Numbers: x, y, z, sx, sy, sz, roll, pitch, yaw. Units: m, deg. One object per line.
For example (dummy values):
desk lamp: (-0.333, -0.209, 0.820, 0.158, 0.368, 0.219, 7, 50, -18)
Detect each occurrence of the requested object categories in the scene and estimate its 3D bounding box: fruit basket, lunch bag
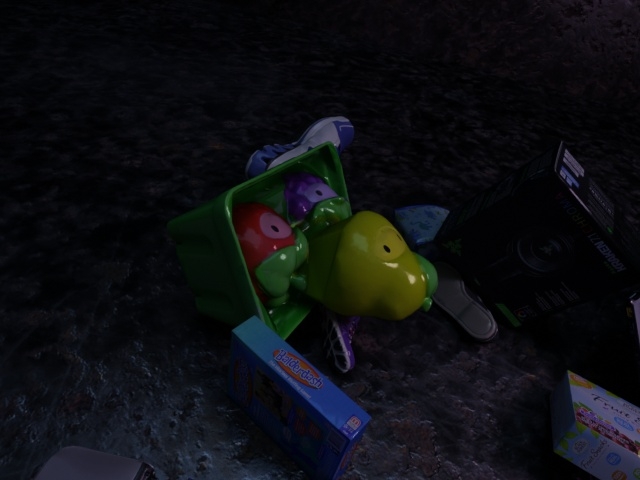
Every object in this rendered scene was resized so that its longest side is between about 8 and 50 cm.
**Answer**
fruit basket: (0.000, 0.000, 0.781, 0.393, 0.282, 0.392, -13, 18, 4)
lunch bag: (0.249, -0.014, 1.044, 0.152, 0.096, 0.128, -12, 45, -13)

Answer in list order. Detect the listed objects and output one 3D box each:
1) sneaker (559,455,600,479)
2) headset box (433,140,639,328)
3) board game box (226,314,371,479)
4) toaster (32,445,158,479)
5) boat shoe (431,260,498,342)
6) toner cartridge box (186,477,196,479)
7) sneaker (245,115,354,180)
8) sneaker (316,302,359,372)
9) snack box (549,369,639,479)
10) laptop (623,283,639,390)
sneaker: (0.398, 0.371, 0.686, 0.057, 0.047, 0.119, -27, 52, -23)
headset box: (0.394, 0.005, 0.882, 0.246, 0.283, 0.131, 48, 44, -6)
board game box: (-0.042, 0.225, 0.645, 0.210, 0.160, 0.047, 36, 45, 24)
toaster: (-0.248, 0.329, 0.470, 0.110, 0.167, 0.185, 15, 39, 7)
boat shoe: (0.281, 0.125, 0.937, 0.065, 0.075, 0.206, 38, 14, -42)
toner cartridge box: (-0.013, 0.383, 0.462, 0.348, 0.075, 0.165, 16, 80, 8)
sneaker: (-0.009, -0.177, 1.157, 0.182, 0.127, 0.316, 40, 54, 23)
sneaker: (0.040, 0.152, 0.824, 0.071, 0.068, 0.169, 7, 40, -16)
snack box: (0.464, 0.308, 0.708, 0.207, 0.070, 0.175, 30, 20, 17)
laptop: (0.715, 0.089, 0.771, 0.382, 0.407, 0.236, -20, 10, -32)
